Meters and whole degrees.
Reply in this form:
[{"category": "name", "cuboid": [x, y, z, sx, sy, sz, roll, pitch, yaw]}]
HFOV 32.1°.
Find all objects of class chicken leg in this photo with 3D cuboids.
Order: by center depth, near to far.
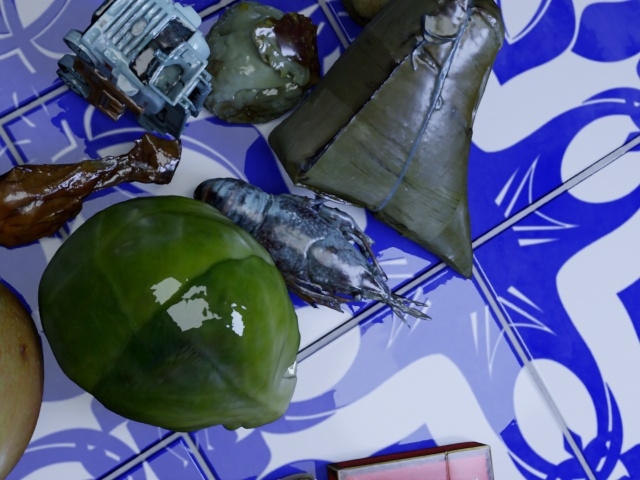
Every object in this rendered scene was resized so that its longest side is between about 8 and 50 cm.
[{"category": "chicken leg", "cuboid": [-0.327, -0.075, 1.499, 0.304, 0.093, 0.113, -21, 128, -8]}]

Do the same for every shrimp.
[{"category": "shrimp", "cuboid": [-0.002, -0.001, 1.572, 0.372, 0.137, 0.172, 29, 77, -11]}]

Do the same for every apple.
[{"category": "apple", "cuboid": [-0.487, 0.153, 1.349, 0.319, 0.319, 0.277, 27, 81, -12]}]

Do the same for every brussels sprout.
[{"category": "brussels sprout", "cuboid": [-0.178, 0.106, 1.443, 0.289, 0.281, 0.354, -44, 123, 4]}]

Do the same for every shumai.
[{"category": "shumai", "cuboid": [-0.086, -0.249, 1.560, 0.184, 0.142, 0.184, 2, 84, -17]}]

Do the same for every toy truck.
[{"category": "toy truck", "cuboid": [-0.220, -0.221, 1.420, 0.184, 0.338, 0.133, 42, 78, -10]}]

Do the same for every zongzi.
[{"category": "zongzi", "cuboid": [0.181, -0.156, 1.558, 0.393, 0.174, 0.356, 32, 110, -26]}]

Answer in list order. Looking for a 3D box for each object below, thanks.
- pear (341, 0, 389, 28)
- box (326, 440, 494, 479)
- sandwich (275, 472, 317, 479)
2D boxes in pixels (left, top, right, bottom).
[{"category": "pear", "cuboid": [0.103, -0.362, 1.604, 0.167, 0.167, 0.136, 38, 88, -10]}, {"category": "box", "cuboid": [0.137, 0.386, 1.622, 0.239, 0.074, 0.153, -6, 85, -16]}, {"category": "sandwich", "cuboid": [-0.111, 0.397, 1.562, 0.162, 0.058, 0.193, 23, 84, -12]}]
